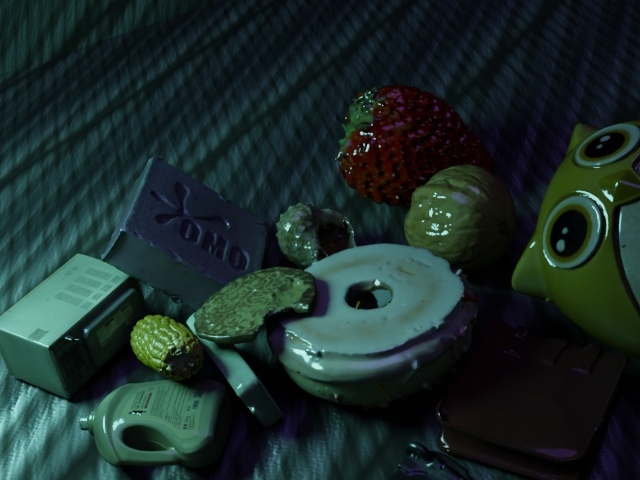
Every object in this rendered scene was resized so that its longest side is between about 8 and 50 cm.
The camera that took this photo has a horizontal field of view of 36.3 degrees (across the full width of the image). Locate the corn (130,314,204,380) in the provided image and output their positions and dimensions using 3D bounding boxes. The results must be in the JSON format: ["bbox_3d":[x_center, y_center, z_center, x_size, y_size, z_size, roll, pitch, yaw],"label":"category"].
[{"bbox_3d":[-0.270,0.193,1.737,0.106,0.106,0.293,-23,12,-18],"label":"corn"}]

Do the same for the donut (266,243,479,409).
[{"bbox_3d":[0.094,0.150,1.727,0.382,0.143,0.383,-10,30,6],"label":"donut"}]

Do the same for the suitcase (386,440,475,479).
[{"bbox_3d":[0.138,0.468,1.250,0.345,0.188,0.339,-31,39,-30],"label":"suitcase"}]

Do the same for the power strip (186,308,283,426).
[{"bbox_3d":[-0.154,0.221,1.726,0.046,0.118,0.270,-39,41,-7],"label":"power strip"}]

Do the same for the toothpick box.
[{"bbox_3d":[0.568,-0.003,1.618,0.425,0.409,0.409,19,44,31],"label":"toothpick box"}]

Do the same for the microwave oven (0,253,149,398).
[{"bbox_3d":[-0.464,0.162,1.860,0.193,0.145,0.240,17,42,28],"label":"microwave oven"}]

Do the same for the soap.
[{"bbox_3d":[-0.258,0.001,1.941,0.296,0.107,0.285,30,31,-17],"label":"soap"}]

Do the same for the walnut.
[{"bbox_3d":[0.271,-0.041,1.923,0.227,0.228,0.228,-6,35,4],"label":"walnut"}]

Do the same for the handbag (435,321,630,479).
[{"bbox_3d":[0.345,0.258,1.590,0.260,0.084,0.275,10,39,27],"label":"handbag"}]

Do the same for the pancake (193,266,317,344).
[{"bbox_3d":[-0.116,0.110,1.717,0.235,0.029,0.212,-24,28,-16],"label":"pancake"}]

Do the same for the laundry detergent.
[{"bbox_3d":[-0.285,0.311,1.652,0.253,0.091,0.181,-2,36,9],"label":"laundry detergent"}]

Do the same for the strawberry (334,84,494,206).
[{"bbox_3d":[0.216,-0.205,2.146,0.351,0.267,0.312,18,31,-4],"label":"strawberry"}]

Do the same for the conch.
[{"bbox_3d":[0.000,0.000,1.992,0.155,0.130,0.207,-32,49,-8],"label":"conch"}]
